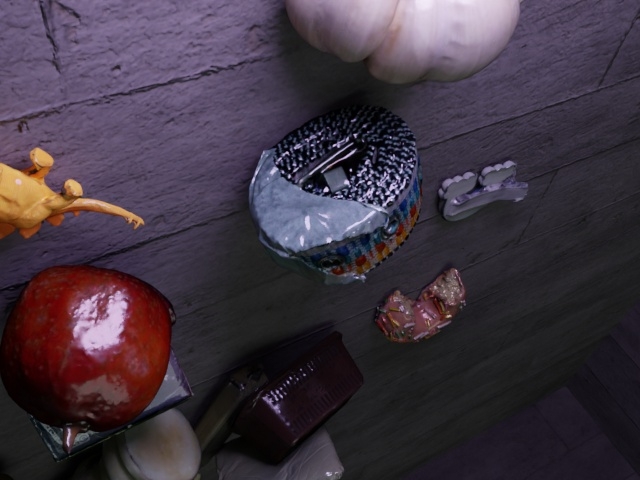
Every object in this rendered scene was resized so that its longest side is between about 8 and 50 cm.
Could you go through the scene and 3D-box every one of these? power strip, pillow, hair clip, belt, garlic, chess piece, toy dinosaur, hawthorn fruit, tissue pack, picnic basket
[{"bbox_3d":[-0.218,0.385,1.510,0.092,0.066,0.388,-15,148,-52],"label":"power strip"},{"bbox_3d":[-0.099,0.488,1.529,0.274,0.281,0.076,-22,108,-5],"label":"pillow"},{"bbox_3d":[0.313,-0.088,1.377,0.220,0.054,0.140,-17,150,-24],"label":"hair clip"},{"bbox_3d":[0.024,-0.060,0.972,0.257,0.207,0.150,-38,148,-9],"label":"belt"},{"bbox_3d":[0.114,-0.260,0.802,0.280,0.185,0.203,-27,169,-16],"label":"garlic"},{"bbox_3d":[-0.401,0.472,1.361,0.330,0.182,0.182,-42,150,23],"label":"chess piece"},{"bbox_3d":[-0.335,-0.045,0.778,0.117,0.071,0.288,-34,148,21],"label":"toy dinosaur"},{"bbox_3d":[-0.306,0.153,0.906,0.215,0.250,0.215,0,152,0],"label":"hawthorn fruit"},{"bbox_3d":[-0.337,0.220,1.088,0.235,0.073,0.174,-25,117,-16],"label":"tissue pack"},{"bbox_3d":[-0.041,0.343,1.479,0.296,0.129,0.223,-32,162,-36],"label":"picnic basket"}]

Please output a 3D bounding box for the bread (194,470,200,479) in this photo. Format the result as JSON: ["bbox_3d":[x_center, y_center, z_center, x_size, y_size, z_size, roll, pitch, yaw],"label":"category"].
[{"bbox_3d":[-0.398,0.589,1.652,0.250,0.039,0.182,-19,147,-25],"label":"bread"}]

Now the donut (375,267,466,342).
[{"bbox_3d":[0.237,0.168,1.631,0.232,0.085,0.199,-22,149,-18],"label":"donut"}]

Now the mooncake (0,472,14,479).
[{"bbox_3d":[-0.637,0.488,1.191,0.234,0.117,0.235,-24,151,-14],"label":"mooncake"}]
